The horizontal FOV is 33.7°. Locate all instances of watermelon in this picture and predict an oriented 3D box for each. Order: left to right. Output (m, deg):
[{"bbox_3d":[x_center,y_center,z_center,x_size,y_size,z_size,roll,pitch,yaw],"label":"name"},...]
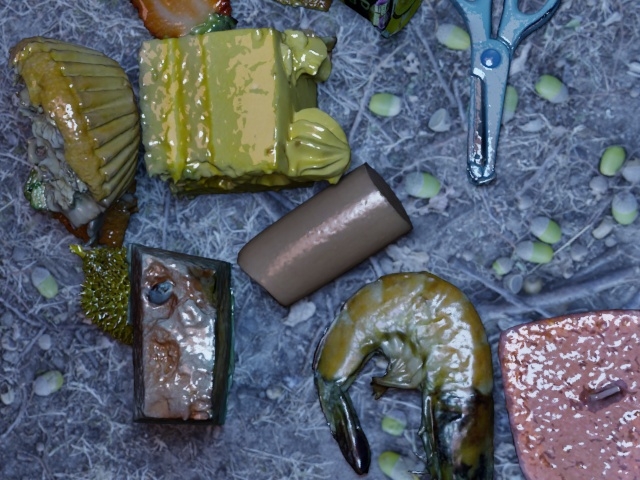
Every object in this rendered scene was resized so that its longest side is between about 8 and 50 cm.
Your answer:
[{"bbox_3d":[-0.207,0.129,1.484,0.151,0.302,0.264,0,82,1],"label":"watermelon"}]

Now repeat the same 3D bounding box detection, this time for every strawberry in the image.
[{"bbox_3d":[-0.211,-0.362,1.643,0.192,0.085,0.140,4,88,13],"label":"strawberry"}]

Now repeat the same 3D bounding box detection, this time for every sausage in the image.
[{"bbox_3d":[0.000,0.000,1.554,0.253,0.123,0.123,-34,80,9],"label":"sausage"}]

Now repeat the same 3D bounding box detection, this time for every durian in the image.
[{"bbox_3d":[-0.301,0.073,1.603,0.146,0.102,0.208,-44,97,9],"label":"durian"}]

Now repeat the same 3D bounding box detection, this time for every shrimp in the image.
[{"bbox_3d":[0.126,0.267,1.530,0.272,0.085,0.445,-11,81,16],"label":"shrimp"}]

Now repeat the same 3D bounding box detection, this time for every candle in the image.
[{"bbox_3d":[0.371,0.207,1.459,0.287,0.131,0.317,39,93,15],"label":"candle"}]

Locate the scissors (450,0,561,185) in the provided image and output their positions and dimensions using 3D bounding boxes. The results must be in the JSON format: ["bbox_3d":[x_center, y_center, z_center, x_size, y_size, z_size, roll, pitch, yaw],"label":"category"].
[{"bbox_3d":[0.261,-0.273,1.565,0.180,0.032,0.393,6,86,12],"label":"scissors"}]

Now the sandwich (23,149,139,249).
[{"bbox_3d":[-0.351,-0.091,1.640,0.160,0.109,0.185,34,93,14],"label":"sandwich"}]

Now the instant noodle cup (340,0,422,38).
[{"bbox_3d":[0.047,-0.438,1.535,0.236,0.215,0.215,29,92,14],"label":"instant noodle cup"}]

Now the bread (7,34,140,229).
[{"bbox_3d":[-0.339,-0.160,1.472,0.149,0.274,0.274,-24,80,-23],"label":"bread"}]

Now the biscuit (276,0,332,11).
[{"bbox_3d":[-0.065,-0.436,1.649,0.206,0.025,0.126,20,90,12],"label":"biscuit"}]

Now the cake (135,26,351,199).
[{"bbox_3d":[-0.096,-0.182,1.538,0.286,0.222,0.227,-5,87,11],"label":"cake"}]
